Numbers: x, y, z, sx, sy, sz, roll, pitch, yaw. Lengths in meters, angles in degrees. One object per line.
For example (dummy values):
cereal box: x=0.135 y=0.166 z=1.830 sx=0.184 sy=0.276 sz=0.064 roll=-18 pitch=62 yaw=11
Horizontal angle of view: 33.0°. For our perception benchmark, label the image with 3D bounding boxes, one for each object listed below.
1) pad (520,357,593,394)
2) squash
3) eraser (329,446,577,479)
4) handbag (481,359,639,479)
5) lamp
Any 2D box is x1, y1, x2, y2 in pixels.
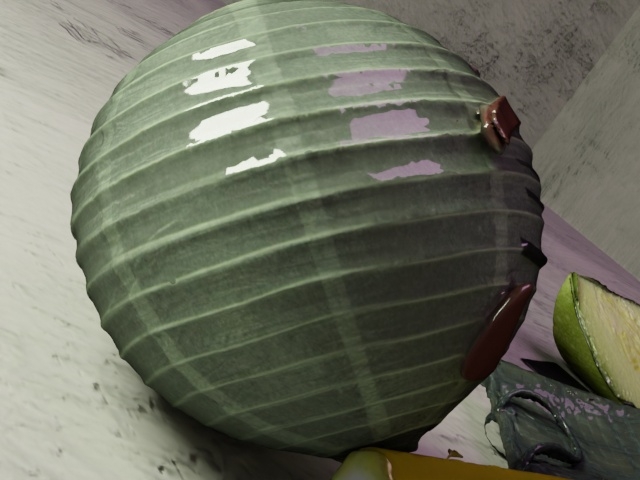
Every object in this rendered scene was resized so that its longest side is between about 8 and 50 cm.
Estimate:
pad: x=0.300 y=0.187 z=1.136 sx=0.193 sy=0.004 sz=0.116 roll=42 pitch=13 yaw=30
squash: x=0.330 y=0.149 z=1.238 sx=0.192 sy=0.085 sz=0.184 roll=23 pitch=46 yaw=-36
eraser: x=0.108 y=0.176 z=0.513 sx=0.226 sy=0.069 sz=0.158 roll=21 pitch=21 yaw=-49
handbag: x=0.200 y=0.172 z=0.766 sx=0.175 sy=0.088 sz=0.270 roll=23 pitch=17 yaw=-10
lamp: x=0.000 y=0.000 z=0.544 sx=0.233 sy=0.233 sz=0.265 roll=37 pitch=-2 yaw=6
